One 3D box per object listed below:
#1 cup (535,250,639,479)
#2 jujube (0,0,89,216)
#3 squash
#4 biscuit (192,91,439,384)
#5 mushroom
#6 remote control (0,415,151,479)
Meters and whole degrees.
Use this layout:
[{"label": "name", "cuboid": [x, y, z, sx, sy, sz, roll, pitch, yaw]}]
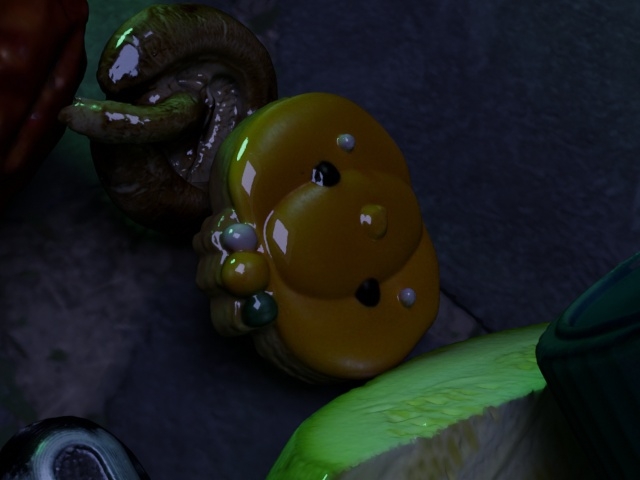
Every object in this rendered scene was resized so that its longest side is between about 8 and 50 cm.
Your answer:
[{"label": "cup", "cuboid": [0.266, 0.120, 0.635, 0.242, 0.308, 0.292, -30, 90, 5]}, {"label": "jujube", "cuboid": [-0.227, -0.072, 0.741, 0.174, 0.174, 0.250, 27, 64, 1]}, {"label": "squash", "cuboid": [0.084, 0.084, 0.757, 0.288, 0.111, 0.203, -55, 125, -28]}, {"label": "biscuit", "cuboid": [0.003, -0.001, 0.786, 0.170, 0.050, 0.170, 13, 70, -38]}, {"label": "mushroom", "cuboid": [-0.089, -0.069, 0.797, 0.080, 0.171, 0.135, -2, 91, 26]}, {"label": "remote control", "cuboid": [-0.080, 0.200, 0.679, 0.090, 0.066, 0.266, -25, 69, -22]}]
